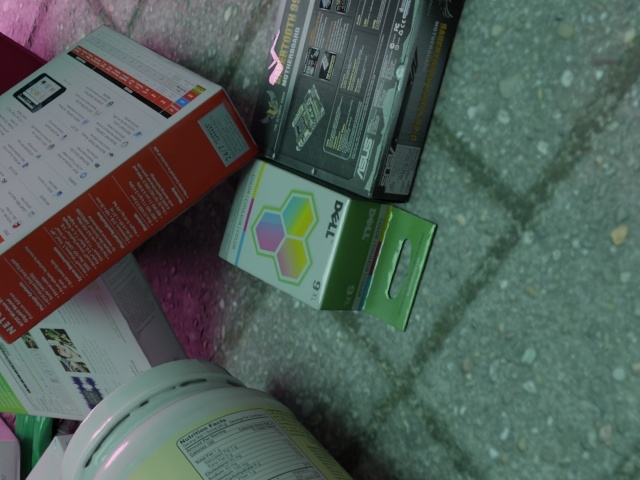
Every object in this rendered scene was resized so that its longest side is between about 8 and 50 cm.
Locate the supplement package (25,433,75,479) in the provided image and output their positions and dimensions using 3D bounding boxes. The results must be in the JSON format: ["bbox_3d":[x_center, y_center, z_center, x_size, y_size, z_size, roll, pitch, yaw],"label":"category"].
[{"bbox_3d":[-0.253,0.367,1.098,0.262,0.145,0.204,-51,56,29],"label":"supplement package"}]

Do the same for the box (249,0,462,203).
[{"bbox_3d":[0.029,-0.170,0.916,0.183,0.056,0.231,24,105,44],"label":"box"}]

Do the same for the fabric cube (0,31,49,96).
[{"bbox_3d":[-0.571,-0.185,1.315,0.254,0.259,0.258,9,74,46],"label":"fabric cube"}]

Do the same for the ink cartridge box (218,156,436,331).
[{"bbox_3d":[0.000,0.000,0.930,0.209,0.062,0.109,26,105,42],"label":"ink cartridge box"}]

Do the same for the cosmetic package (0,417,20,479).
[{"bbox_3d":[-0.464,0.299,1.310,0.231,0.085,0.117,8,94,64],"label":"cosmetic package"}]

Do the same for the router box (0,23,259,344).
[{"bbox_3d":[-0.271,-0.082,1.024,0.301,0.082,0.335,-39,37,-12],"label":"router box"}]

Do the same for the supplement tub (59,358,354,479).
[{"bbox_3d":[-0.067,0.278,0.859,0.325,0.235,0.235,41,115,38],"label":"supplement tub"}]

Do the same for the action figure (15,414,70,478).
[{"bbox_3d":[-0.359,0.220,1.268,0.137,0.063,0.232,2,89,43],"label":"action figure"}]

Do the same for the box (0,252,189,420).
[{"bbox_3d":[-0.302,0.102,1.095,0.322,0.058,0.232,-2,125,31],"label":"box"}]
